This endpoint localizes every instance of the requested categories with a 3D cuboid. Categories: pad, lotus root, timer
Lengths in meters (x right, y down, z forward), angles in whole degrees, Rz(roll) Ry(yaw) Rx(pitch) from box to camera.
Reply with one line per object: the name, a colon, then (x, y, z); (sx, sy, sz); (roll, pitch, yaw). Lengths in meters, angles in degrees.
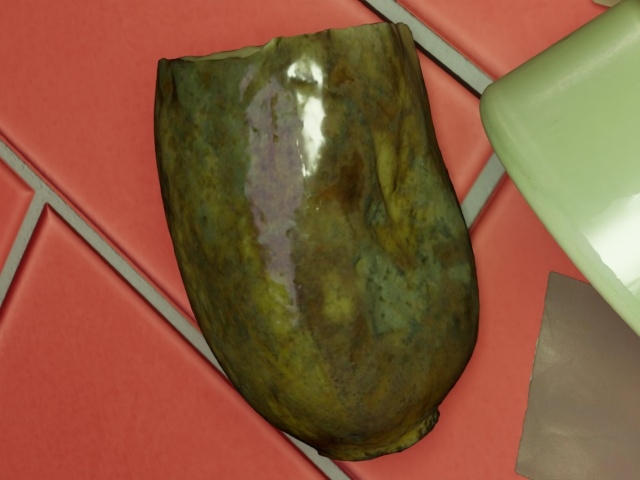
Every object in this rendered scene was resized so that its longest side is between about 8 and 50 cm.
pad: (0.219, 0.127, 1.241); (0.113, 0.006, 0.188); (20, 114, 32)
lotus root: (0.000, 0.000, 1.228); (0.250, 0.250, 0.346); (-8, 101, 38)
timer: (0.310, -0.085, 0.983); (0.315, 0.291, 0.291); (-41, 76, 16)

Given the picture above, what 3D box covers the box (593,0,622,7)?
box: (0.231, -0.226, 1.121); (0.048, 0.025, 0.115); (23, 116, 32)
